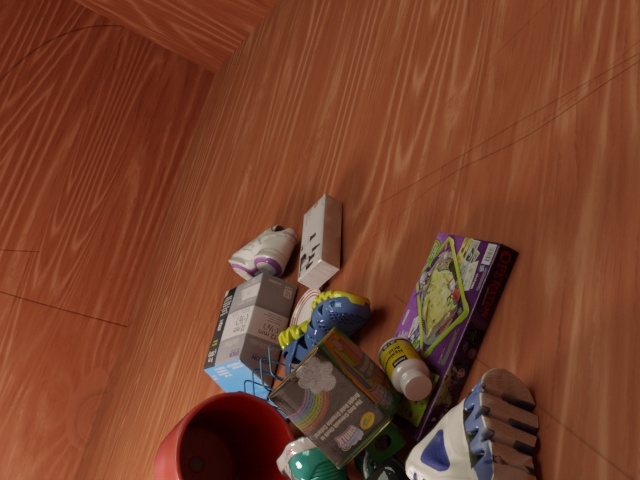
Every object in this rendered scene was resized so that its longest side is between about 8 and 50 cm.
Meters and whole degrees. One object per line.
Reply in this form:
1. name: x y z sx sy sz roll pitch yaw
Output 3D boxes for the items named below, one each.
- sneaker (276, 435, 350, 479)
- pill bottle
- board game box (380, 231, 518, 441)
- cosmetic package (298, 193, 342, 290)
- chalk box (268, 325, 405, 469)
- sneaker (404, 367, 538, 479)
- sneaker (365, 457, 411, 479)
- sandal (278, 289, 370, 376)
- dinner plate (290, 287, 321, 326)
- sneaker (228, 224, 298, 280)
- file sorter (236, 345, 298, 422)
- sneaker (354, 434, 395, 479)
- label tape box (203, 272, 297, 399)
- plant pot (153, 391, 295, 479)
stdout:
1. sneaker: 0.001 0.457 1.445 0.295 0.124 0.178 98 157 -66
2. pill bottle: 0.141 0.213 1.321 0.065 0.065 0.116 -61 23 12
3. board game box: 0.202 0.159 1.386 0.208 0.056 0.346 18 84 64
4. cosmetic package: 0.000 0.000 1.970 0.099 0.060 0.239 -42 29 34
5. chalk box: 0.046 0.272 1.325 0.132 0.213 0.132 -47 -4 17
6. sneaker: 0.205 0.348 1.104 0.182 0.127 0.315 -47 21 46
7. sneaker: 0.053 0.473 1.258 0.107 0.124 0.283 35 106 37
8. sandal: 0.009 0.213 1.685 0.317 0.126 0.138 127 153 -49
9. dinner plate: -0.032 0.180 1.932 0.141 0.017 0.141 -49 28 37
10. sneaker: -0.153 0.038 2.272 0.305 0.114 0.152 -13 42 58
11. file sorter: -0.109 0.341 1.826 0.170 0.105 0.118 -54 25 25
12. sneaker: 0.091 0.389 1.400 0.166 0.065 0.076 -95 19 -56
13. label tape box: -0.200 0.281 2.086 0.249 0.115 0.347 -27 42 58
14. plant pot: -0.224 0.473 1.712 0.243 0.275 0.274 -31 40 53
